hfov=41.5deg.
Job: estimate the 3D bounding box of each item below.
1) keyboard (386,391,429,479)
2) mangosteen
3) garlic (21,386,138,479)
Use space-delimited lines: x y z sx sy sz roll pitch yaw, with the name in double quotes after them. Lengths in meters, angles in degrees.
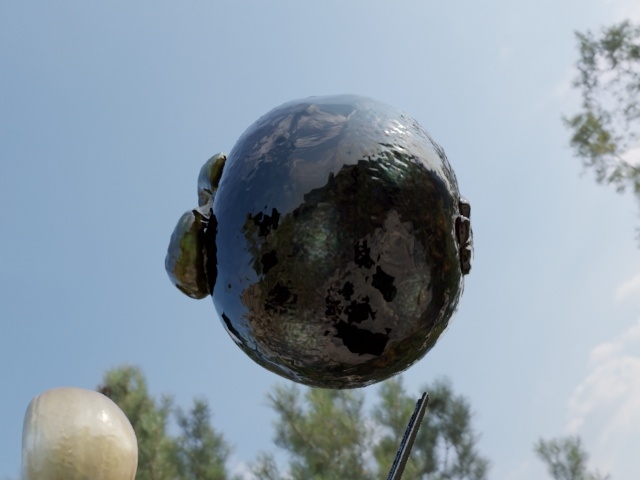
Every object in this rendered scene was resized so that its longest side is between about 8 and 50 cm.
0.046 0.201 0.629 0.198 0.010 0.063 -58 -17 -47 "keyboard"
0.000 0.000 0.792 0.288 0.288 0.288 -26 -39 -23 "mangosteen"
-0.313 0.291 1.053 0.146 0.244 0.164 19 -46 -31 "garlic"
